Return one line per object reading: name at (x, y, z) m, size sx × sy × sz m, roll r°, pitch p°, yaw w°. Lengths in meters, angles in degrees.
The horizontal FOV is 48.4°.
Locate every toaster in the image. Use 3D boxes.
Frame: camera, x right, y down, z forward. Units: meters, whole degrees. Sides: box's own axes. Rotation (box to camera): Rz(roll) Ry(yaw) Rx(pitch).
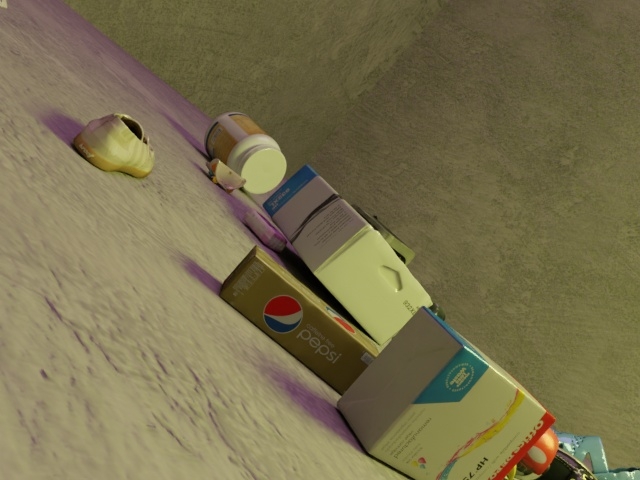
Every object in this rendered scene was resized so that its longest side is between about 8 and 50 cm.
toaster at (0.089, 0.028, 1.576) m, size 0.110 × 0.168 × 0.185 m, roll 36°, pitch 8°, yaw -44°

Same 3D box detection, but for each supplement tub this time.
supplement tub at (-0.185, -0.215, 1.750) m, size 0.144 × 0.144 × 0.199 m, roll 37°, pitch 7°, yaw -47°

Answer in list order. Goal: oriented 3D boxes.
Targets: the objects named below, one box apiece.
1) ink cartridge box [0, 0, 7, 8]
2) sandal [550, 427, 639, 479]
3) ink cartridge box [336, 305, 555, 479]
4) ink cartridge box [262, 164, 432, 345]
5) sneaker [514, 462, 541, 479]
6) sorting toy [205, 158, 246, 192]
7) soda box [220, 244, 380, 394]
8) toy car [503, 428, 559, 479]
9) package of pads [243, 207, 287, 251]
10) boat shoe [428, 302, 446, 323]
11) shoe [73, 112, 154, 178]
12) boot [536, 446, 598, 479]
ink cartridge box at (-0.534, -0.419, 1.082) m, size 0.143 × 0.090 × 0.092 m, roll 39°, pitch 5°, yaw -19°
sandal at (0.542, 0.459, 1.495) m, size 0.317 × 0.138 × 0.126 m, roll 41°, pitch 6°, yaw 17°
ink cartridge box at (0.143, 0.184, 0.728) m, size 0.231 × 0.134 × 0.078 m, roll 38°, pitch 5°, yaw -35°
ink cartridge box at (0.042, 0.019, 1.327) m, size 0.223 × 0.129 × 0.307 m, roll 49°, pitch 1°, yaw -33°
sneaker at (0.250, 0.263, 1.142) m, size 0.108 × 0.100 × 0.271 m, roll 28°, pitch 13°, yaw -50°
sorting toy at (-0.210, -0.139, 1.492) m, size 0.083 × 0.045 × 0.075 m, roll 37°, pitch -1°, yaw -40°
soda box at (-0.020, 0.087, 0.767) m, size 0.181 × 0.058 × 0.061 m, roll 41°, pitch 4°, yaw -10°
toy car at (0.296, 0.324, 0.930) m, size 0.239 × 0.053 × 0.225 m, roll 10°, pitch 35°, yaw -47°
package of pads at (-0.100, -0.018, 1.280) m, size 0.083 × 0.032 × 0.050 m, roll 45°, pitch 2°, yaw 36°
boat shoe at (0.219, 0.180, 1.560) m, size 0.127 × 0.113 × 0.340 m, roll 41°, pitch 4°, yaw -9°
shoe at (-0.242, -0.122, 0.897) m, size 0.076 × 0.058 × 0.219 m, roll 41°, pitch 4°, yaw -5°
boot at (0.397, 0.406, 1.083) m, size 0.236 × 0.085 × 0.178 m, roll 43°, pitch 7°, yaw 20°
